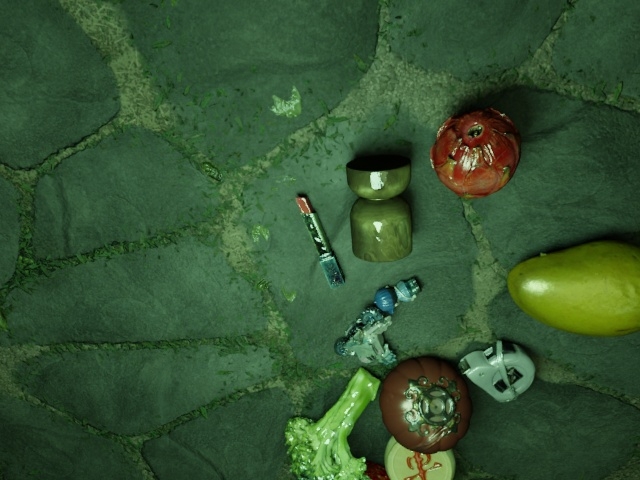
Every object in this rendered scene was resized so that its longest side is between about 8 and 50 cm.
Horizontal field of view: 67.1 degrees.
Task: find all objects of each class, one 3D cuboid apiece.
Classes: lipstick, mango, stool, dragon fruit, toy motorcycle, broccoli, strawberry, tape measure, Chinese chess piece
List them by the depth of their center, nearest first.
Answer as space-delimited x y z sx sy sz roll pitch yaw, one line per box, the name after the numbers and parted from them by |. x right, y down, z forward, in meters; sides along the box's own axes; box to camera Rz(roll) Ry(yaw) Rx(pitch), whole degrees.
0.410 -0.228 1.268 0.240 0.252 0.241 1 75 -6 | dragon fruit
0.169 -0.091 1.361 0.179 0.179 0.264 -4 112 4 | stool
0.780 0.138 1.418 0.444 0.221 0.302 5 115 3 | mango
0.000 0.000 1.476 0.051 0.051 0.312 -18 109 12 | lipstick
0.178 0.331 1.581 0.204 0.108 0.239 30 139 -6 | toy motorcycle
0.607 0.432 1.602 0.236 0.120 0.197 40 107 -18 | tape measure
0.037 0.640 1.653 0.352 0.397 0.275 -6 152 25 | broccoli
0.352 0.787 1.719 0.250 0.097 0.251 0 89 13 | Chinese chess piece
0.210 0.892 1.815 0.236 0.111 0.190 17 143 -21 | strawberry

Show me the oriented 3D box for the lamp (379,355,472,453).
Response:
0.342 0.531 1.568 0.302 0.257 0.304 1 75 -5 | lamp

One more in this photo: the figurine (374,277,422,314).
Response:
0.245 0.175 1.529 0.149 0.087 0.086 -29 72 12 | figurine
